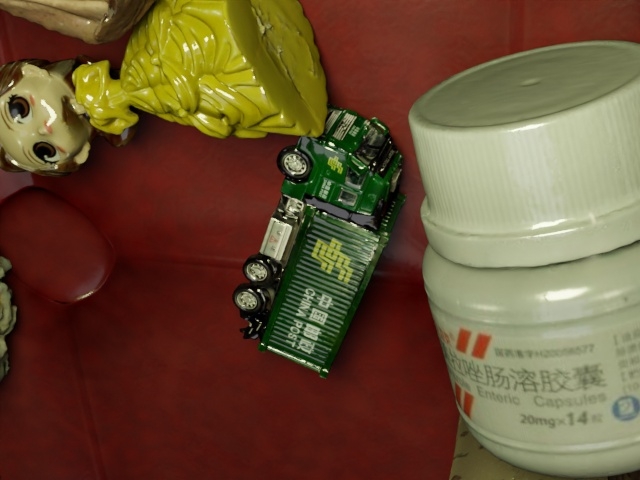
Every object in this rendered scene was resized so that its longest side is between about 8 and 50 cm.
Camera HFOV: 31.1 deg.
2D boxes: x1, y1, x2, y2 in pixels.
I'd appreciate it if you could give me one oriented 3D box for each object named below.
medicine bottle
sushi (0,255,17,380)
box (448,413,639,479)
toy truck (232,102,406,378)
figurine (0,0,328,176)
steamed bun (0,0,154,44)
[{"bbox_3d":[0.205,0.011,0.953,0.245,0.245,0.306,-8,112,22],"label":"medicine bottle"},{"bbox_3d":[-0.535,0.067,1.264,0.418,0.176,0.417,8,124,12],"label":"sushi"},{"bbox_3d":[0.243,0.294,1.095,0.190,0.297,0.225,-25,111,26],"label":"box"},{"bbox_3d":[0.000,0.000,1.108,0.121,0.088,0.259,23,127,3],"label":"toy truck"},{"bbox_3d":[-0.174,-0.135,1.023,0.315,0.168,0.187,-17,142,24],"label":"figurine"},{"bbox_3d":[-0.205,-0.322,0.859,0.252,0.199,0.301,15,132,10],"label":"steamed bun"}]
